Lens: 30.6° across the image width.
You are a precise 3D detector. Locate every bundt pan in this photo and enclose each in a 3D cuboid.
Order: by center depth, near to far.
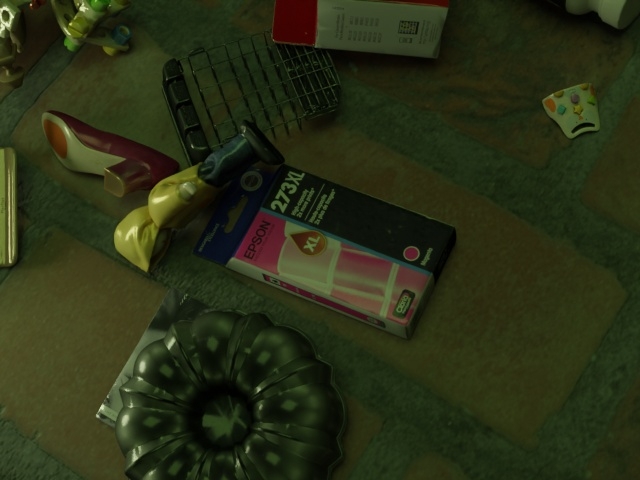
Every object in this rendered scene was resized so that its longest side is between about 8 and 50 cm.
[{"bbox_3d":[-0.129,0.241,1.584,0.331,0.124,0.331,-1,75,5],"label":"bundt pan"}]

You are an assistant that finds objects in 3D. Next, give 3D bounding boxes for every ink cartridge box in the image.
[{"bbox_3d":[0.000,0.000,1.757,0.371,0.069,0.176,20,69,18],"label":"ink cartridge box"},{"bbox_3d":[0.067,-0.460,1.887,0.272,0.130,0.309,4,60,-1],"label":"ink cartridge box"}]

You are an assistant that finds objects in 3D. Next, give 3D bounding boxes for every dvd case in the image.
[{"bbox_3d":[-0.204,0.195,1.689,0.164,0.018,0.221,26,81,22],"label":"dvd case"}]

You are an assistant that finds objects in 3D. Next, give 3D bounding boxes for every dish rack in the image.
[{"bbox_3d":[-0.109,-0.239,1.876,0.271,0.074,0.208,-20,65,-5],"label":"dish rack"}]

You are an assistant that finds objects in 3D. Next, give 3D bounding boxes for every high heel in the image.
[{"bbox_3d":[-0.341,-0.153,1.879,0.244,0.082,0.117,31,40,34],"label":"high heel"}]

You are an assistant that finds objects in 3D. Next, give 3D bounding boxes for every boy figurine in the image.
[{"bbox_3d":[-0.192,-0.065,1.758,0.285,0.177,0.092,-40,88,4],"label":"boy figurine"}]

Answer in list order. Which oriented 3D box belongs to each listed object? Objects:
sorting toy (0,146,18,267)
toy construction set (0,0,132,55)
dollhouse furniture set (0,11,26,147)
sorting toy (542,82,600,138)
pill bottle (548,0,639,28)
[{"bbox_3d":[-0.578,-0.050,1.831,0.208,0.038,0.193,-2,80,-7],"label":"sorting toy"},{"bbox_3d":[-0.450,-0.384,1.848,0.151,0.328,0.215,-38,81,25],"label":"toy construction set"},{"bbox_3d":[-0.628,-0.267,1.969,0.303,0.174,0.355,-16,39,2],"label":"dollhouse furniture set"},{"bbox_3d":[0.397,-0.199,1.813,0.083,0.045,0.075,-18,83,-1],"label":"sorting toy"},{"bbox_3d":[0.392,-0.459,1.863,0.278,0.162,0.162,35,74,21],"label":"pill bottle"}]
